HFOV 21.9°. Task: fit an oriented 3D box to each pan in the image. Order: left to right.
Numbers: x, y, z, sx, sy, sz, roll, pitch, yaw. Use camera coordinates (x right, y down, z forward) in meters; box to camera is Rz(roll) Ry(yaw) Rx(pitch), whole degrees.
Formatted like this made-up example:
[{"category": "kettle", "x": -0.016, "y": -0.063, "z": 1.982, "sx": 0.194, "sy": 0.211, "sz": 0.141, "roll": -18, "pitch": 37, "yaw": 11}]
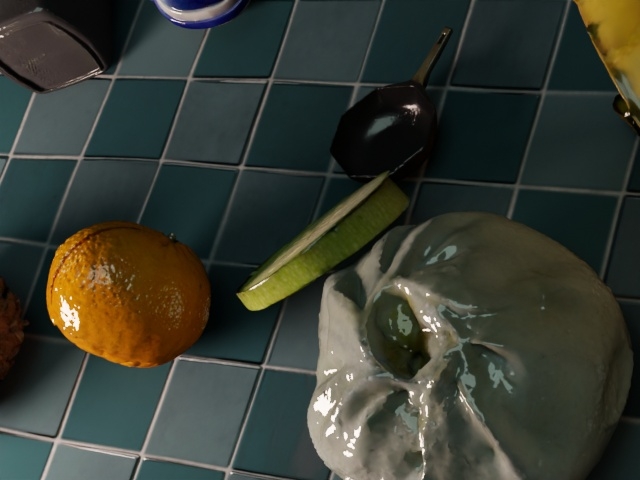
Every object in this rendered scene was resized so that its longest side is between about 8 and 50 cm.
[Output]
[{"category": "pan", "x": 0.109, "y": -0.141, "z": 1.917, "sx": 0.202, "sy": 0.048, "sz": 0.128, "roll": -38, "pitch": 49, "yaw": 4}]

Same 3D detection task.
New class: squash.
[{"category": "squash", "x": 0.003, "y": 0.004, "z": 1.820, "sx": 0.219, "sy": 0.219, "sz": 0.041, "roll": -38, "pitch": 95, "yaw": 6}]

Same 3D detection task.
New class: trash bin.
[{"category": "trash bin", "x": -0.378, "y": -0.365, "z": 2.220, "sx": 0.182, "sy": 0.209, "sz": 0.290, "roll": -17, "pitch": 62, "yaw": 18}]

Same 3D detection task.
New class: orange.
[{"category": "orange", "x": -0.218, "y": 0.058, "z": 1.897, "sx": 0.193, "sy": 0.193, "sz": 0.161, "roll": 24, "pitch": 94, "yaw": 36}]

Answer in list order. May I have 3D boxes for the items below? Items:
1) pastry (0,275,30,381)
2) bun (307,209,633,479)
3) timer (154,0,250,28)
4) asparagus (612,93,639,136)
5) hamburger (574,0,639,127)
[{"category": "pastry", "x": -0.500, "y": 0.122, "z": 2.020, "sx": 0.275, "sy": 0.193, "sz": 0.275, "roll": -13, "pitch": 60, "yaw": 23}, {"category": "bun", "x": 0.141, "y": 0.121, "z": 1.662, "sx": 0.354, "sy": 0.194, "sz": 0.354, "roll": -14, "pitch": 60, "yaw": 24}, {"category": "timer", "x": -0.159, "y": -0.457, "z": 2.148, "sx": 0.270, "sy": 0.270, "sz": 0.383, "roll": -13, "pitch": 73, "yaw": 23}, {"category": "asparagus", "x": 0.438, "y": -0.208, "z": 1.769, "sx": 0.278, "sy": 0.060, "sz": 0.067, "roll": -36, "pitch": 36, "yaw": 7}, {"category": "hamburger", "x": 0.440, "y": -0.155, "z": 1.531, "sx": 0.277, "sy": 0.396, "sz": 0.396, "roll": -34, "pitch": 52, "yaw": 16}]
